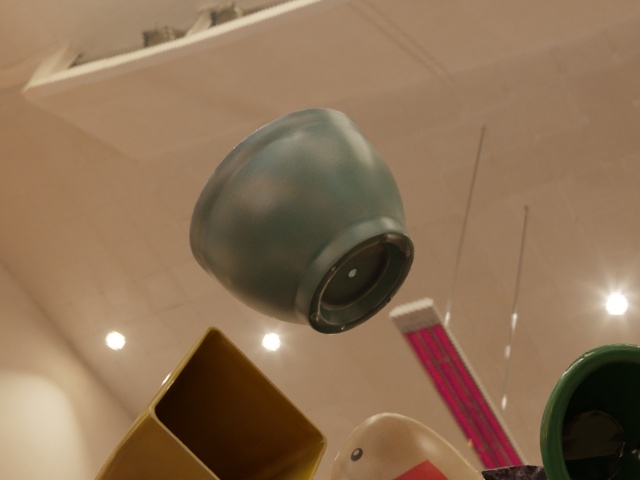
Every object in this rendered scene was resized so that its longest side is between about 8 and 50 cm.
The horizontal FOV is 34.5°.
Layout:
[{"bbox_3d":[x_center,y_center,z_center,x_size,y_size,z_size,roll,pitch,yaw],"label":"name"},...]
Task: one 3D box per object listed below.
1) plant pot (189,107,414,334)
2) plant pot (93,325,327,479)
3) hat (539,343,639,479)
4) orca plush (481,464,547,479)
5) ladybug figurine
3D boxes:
[{"bbox_3d":[0.000,0.000,1.369,0.196,0.293,0.293,47,-42,34],"label":"plant pot"},{"bbox_3d":[-0.150,0.270,1.233,0.187,0.212,0.212,-40,-82,25],"label":"plant pot"},{"bbox_3d":[0.263,0.215,1.044,0.173,0.208,0.183,27,-16,-7],"label":"hat"},{"bbox_3d":[0.228,0.406,1.182,0.151,0.287,0.102,-14,-16,0],"label":"orca plush"},{"bbox_3d":[0.151,0.455,1.412,0.449,0.162,0.305,55,-37,19],"label":"ladybug figurine"}]
